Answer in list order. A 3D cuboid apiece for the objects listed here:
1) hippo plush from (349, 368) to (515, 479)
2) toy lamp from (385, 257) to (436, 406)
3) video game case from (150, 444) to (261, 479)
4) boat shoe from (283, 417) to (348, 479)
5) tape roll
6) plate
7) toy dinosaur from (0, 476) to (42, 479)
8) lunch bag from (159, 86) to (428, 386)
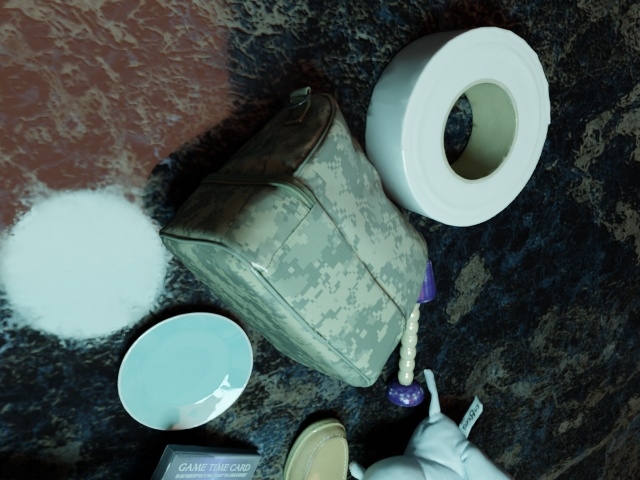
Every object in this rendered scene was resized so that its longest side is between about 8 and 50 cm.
[{"bbox_3d":[0.195,0.442,0.801,0.236,0.234,0.294,-13,116,-41],"label":"hippo plush"},{"bbox_3d":[0.156,0.157,0.798,0.080,0.080,0.275,-10,111,-24],"label":"toy lamp"},{"bbox_3d":[-0.208,0.438,0.666,0.196,0.026,0.274,38,72,-51],"label":"video game case"},{"bbox_3d":[0.003,0.479,0.811,0.121,0.110,0.341,-2,108,-27],"label":"boat shoe"},{"bbox_3d":[0.213,-0.170,0.701,0.286,0.100,0.286,-9,111,-25],"label":"tape roll"},{"bbox_3d":[-0.190,0.185,0.658,0.188,0.024,0.188,-10,112,-26],"label":"plate"},{"bbox_3d":[-0.342,0.345,0.534,0.313,0.160,0.121,15,84,11],"label":"toy dinosaur"},{"bbox_3d":[0.000,0.000,0.585,0.256,0.212,0.305,-54,127,-21],"label":"lunch bag"}]
